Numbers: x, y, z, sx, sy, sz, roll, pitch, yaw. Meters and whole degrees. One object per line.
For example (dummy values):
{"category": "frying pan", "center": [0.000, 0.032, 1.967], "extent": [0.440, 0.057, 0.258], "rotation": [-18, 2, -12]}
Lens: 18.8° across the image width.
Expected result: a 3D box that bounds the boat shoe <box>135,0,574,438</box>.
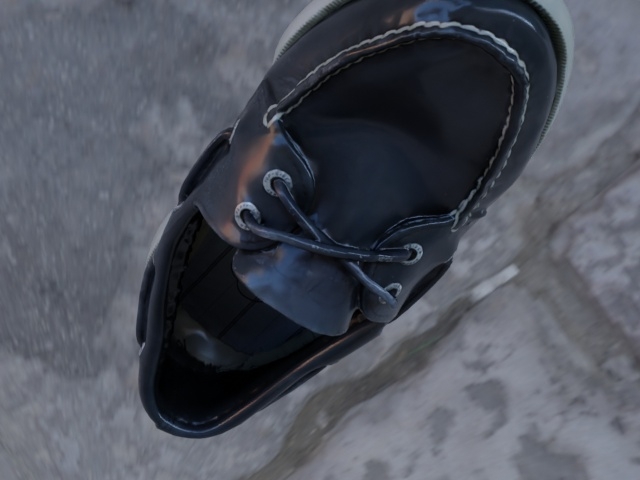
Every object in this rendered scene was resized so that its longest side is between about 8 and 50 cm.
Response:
{"category": "boat shoe", "center": [-0.004, -0.002, 0.865], "extent": [0.127, 0.340, 0.113], "rotation": [31, 54, -17]}
